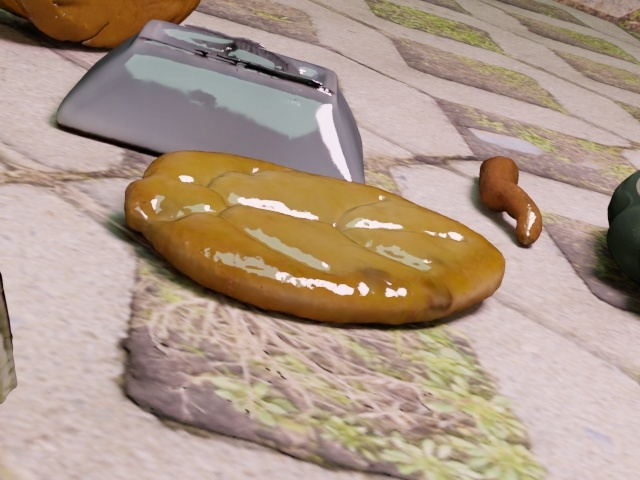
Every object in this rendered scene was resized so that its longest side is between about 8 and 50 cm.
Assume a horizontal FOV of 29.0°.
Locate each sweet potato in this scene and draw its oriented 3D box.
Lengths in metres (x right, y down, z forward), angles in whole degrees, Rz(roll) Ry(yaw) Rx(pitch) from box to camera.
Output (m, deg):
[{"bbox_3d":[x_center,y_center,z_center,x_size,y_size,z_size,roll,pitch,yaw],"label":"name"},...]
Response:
[{"bbox_3d":[0.153,-0.042,1.041,0.044,0.044,0.179,14,18,-8],"label":"sweet potato"}]

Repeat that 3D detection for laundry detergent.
[{"bbox_3d":[0.292,0.004,0.967,0.144,0.078,0.222,24,19,10],"label":"laundry detergent"}]

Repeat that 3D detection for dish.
[{"bbox_3d":[-0.072,-0.116,0.991,0.243,0.080,0.182,16,19,-5],"label":"dish"}]

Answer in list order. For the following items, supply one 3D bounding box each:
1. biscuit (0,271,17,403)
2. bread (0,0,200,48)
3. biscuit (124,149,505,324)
[{"bbox_3d":[-0.233,-0.026,0.489,0.252,0.150,0.052,29,56,13],"label":"biscuit"},{"bbox_3d":[-0.207,-0.284,1.174,0.143,0.195,0.270,21,23,32],"label":"bread"},{"bbox_3d":[0.001,-0.005,0.801,0.260,0.041,0.203,9,20,-17],"label":"biscuit"}]
